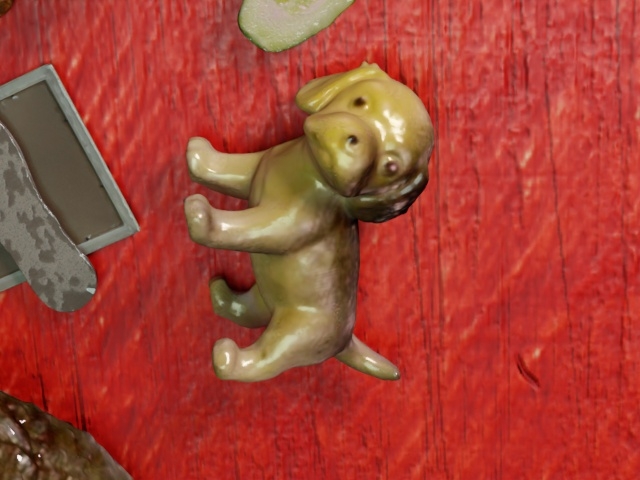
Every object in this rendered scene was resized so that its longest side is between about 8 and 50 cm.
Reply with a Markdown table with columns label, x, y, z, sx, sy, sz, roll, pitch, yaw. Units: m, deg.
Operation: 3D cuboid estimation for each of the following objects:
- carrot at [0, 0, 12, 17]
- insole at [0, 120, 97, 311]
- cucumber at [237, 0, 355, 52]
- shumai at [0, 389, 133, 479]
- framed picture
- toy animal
| label | x | y | z | sx | sy | sz | roll | pitch | yaw |
| --- | --- | --- | --- | --- | --- | --- | --- | --- | --- |
| carrot | -0.300 | -0.123 | 1.107 | 0.191 | 0.047 | 0.047 | -37 | 102 | 14 |
| insole | -0.230 | -0.029 | 1.138 | 0.065 | 0.006 | 0.193 | -30 | 105 | 16 |
| cucumber | -0.013 | -0.177 | 1.048 | 0.067 | 0.035 | 0.107 | 39 | 117 | -19 |
| shumai | -0.328 | 0.306 | 1.156 | 0.348 | 0.395 | 0.395 | -31 | 105 | 40 |
| framed picture | -0.243 | -0.035 | 1.148 | 0.183 | 0.011 | 0.142 | -23 | 107 | 15 |
| toy animal | -0.013 | -0.009 | 1.075 | 0.168 | 0.121 | 0.233 | 4 | 115 | -5 |
